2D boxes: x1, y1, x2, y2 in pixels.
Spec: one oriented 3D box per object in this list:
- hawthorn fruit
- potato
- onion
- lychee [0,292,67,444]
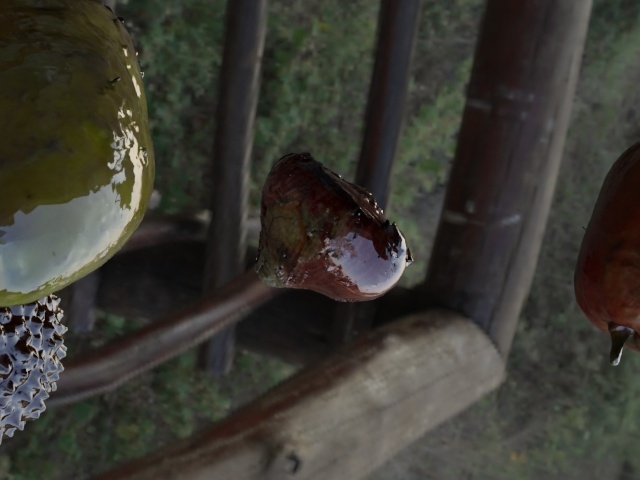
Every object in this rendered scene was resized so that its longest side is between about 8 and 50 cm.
[{"bbox_3d":[0.347,0.017,1.201,0.261,0.224,0.224,-39,139,-18],"label":"hawthorn fruit"},{"bbox_3d":[-0.219,-0.054,0.855,0.266,0.229,0.229,-119,-149,-68],"label":"potato"},{"bbox_3d":[0.000,0.000,1.304,0.147,0.184,0.184,-41,149,4],"label":"onion"},{"bbox_3d":[-0.374,0.072,1.181,0.267,0.267,0.268,-35,132,-51],"label":"lychee"}]
